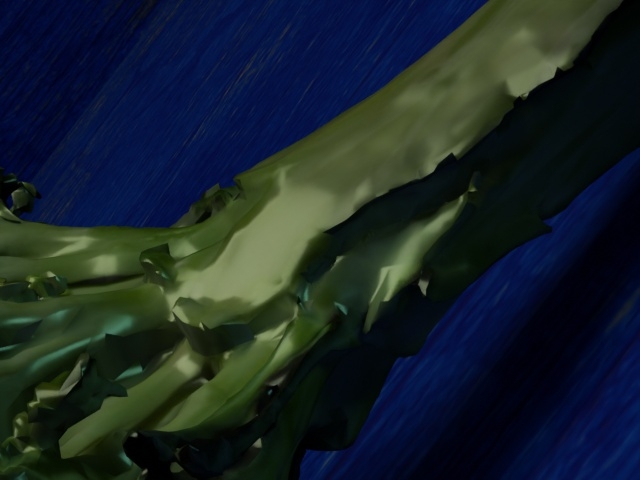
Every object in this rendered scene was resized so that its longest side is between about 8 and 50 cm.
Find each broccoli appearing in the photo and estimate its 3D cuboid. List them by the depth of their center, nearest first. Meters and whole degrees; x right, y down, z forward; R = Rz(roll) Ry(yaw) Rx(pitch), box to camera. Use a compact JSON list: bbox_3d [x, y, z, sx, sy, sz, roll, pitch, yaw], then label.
[{"bbox_3d":[-0.006,0.002,0.658,0.361,0.221,0.252,-47,17,-25],"label":"broccoli"}]
